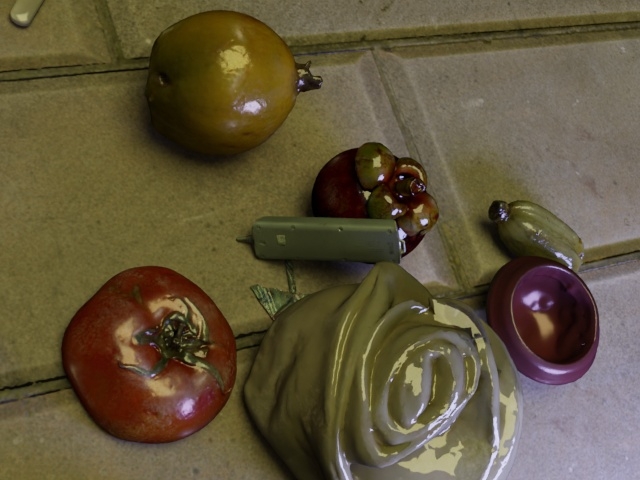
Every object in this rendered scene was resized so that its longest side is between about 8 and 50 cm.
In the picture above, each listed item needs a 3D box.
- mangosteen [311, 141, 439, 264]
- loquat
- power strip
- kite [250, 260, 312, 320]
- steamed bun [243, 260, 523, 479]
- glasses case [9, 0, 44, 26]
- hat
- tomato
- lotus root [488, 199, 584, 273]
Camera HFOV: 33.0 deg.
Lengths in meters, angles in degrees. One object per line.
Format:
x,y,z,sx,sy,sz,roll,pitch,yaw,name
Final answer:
0.083,-0.057,1.553,0.200,0.200,0.200,10,63,-21,mangosteen
-0.120,-0.222,1.516,0.246,0.213,0.213,-2,67,-3,loquat
0.000,0.000,1.508,0.027,0.252,0.060,-54,141,-56,power strip
-0.036,0.074,1.550,0.137,0.005,0.153,11,63,-21,kite
0.105,0.195,1.415,0.367,0.255,0.342,38,59,-3,steamed bun
-0.418,-0.342,1.551,0.032,0.021,0.083,27,58,-13,glasses case
0.334,0.124,1.654,0.205,0.089,0.205,8,69,-20,hat
-0.210,0.137,1.386,0.236,0.095,0.237,11,63,-22,tomato
0.341,-0.007,1.723,0.183,0.077,0.090,32,51,-13,lotus root
